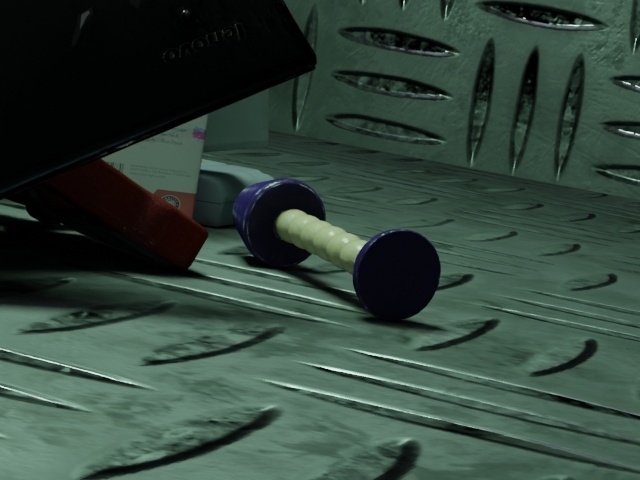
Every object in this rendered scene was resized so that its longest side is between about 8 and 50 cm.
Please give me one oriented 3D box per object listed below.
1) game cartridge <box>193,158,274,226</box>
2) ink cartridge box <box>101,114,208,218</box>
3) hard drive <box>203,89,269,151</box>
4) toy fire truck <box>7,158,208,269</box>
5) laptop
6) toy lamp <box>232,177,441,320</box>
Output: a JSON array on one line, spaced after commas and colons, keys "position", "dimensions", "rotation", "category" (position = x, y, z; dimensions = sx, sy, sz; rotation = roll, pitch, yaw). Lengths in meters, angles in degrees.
[{"position": [-0.210, -0.068, 1.843], "dimensions": [0.297, 0.062, 0.198], "rotation": [12, 3, 16], "category": "game cartridge"}, {"position": [-0.165, -0.113, 1.652], "dimensions": [0.115, 0.198, 0.067], "rotation": [8, 8, -18], "category": "ink cartridge box"}, {"position": [-0.201, -0.171, 1.695], "dimensions": [0.307, 0.203, 0.040], "rotation": [-5, 32, -11], "category": "hard drive"}, {"position": [-0.258, -0.068, 1.450], "dimensions": [0.302, 0.169, 0.254], "rotation": [15, -17, 48], "category": "toy fire truck"}, {"position": [-0.290, -0.194, 1.318], "dimensions": [0.382, 0.236, 0.408], "rotation": [-25, 24, -33], "category": "laptop"}, {"position": [0.000, 0.000, 1.463], "dimensions": [0.080, 0.080, 0.275], "rotation": [6, 8, -24], "category": "toy lamp"}]
